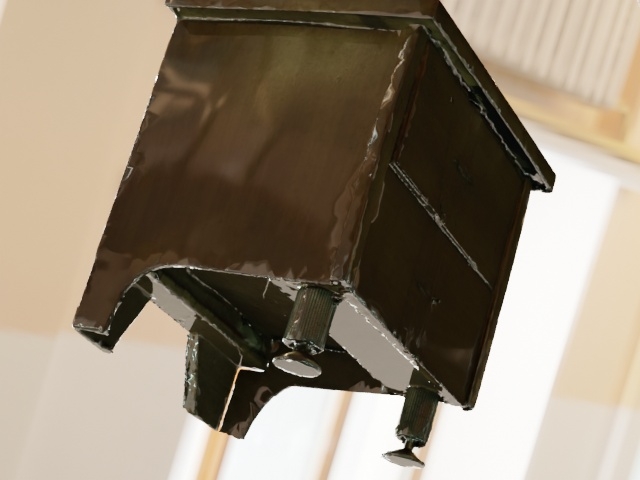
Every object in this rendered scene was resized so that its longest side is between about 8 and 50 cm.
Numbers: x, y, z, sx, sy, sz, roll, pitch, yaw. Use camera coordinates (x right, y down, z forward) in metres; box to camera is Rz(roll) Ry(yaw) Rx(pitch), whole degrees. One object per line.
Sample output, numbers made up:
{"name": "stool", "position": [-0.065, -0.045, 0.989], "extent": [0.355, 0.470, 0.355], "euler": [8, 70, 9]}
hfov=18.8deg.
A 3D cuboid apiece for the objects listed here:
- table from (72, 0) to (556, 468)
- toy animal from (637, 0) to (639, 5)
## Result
{"name": "table", "position": [0.000, 0.000, 0.443], "extent": [0.070, 0.082, 0.083], "euler": [6, 158, 28]}
{"name": "toy animal", "position": [0.159, -0.127, 0.571], "extent": [0.171, 0.171, 0.197], "euler": [18, -163, 41]}
